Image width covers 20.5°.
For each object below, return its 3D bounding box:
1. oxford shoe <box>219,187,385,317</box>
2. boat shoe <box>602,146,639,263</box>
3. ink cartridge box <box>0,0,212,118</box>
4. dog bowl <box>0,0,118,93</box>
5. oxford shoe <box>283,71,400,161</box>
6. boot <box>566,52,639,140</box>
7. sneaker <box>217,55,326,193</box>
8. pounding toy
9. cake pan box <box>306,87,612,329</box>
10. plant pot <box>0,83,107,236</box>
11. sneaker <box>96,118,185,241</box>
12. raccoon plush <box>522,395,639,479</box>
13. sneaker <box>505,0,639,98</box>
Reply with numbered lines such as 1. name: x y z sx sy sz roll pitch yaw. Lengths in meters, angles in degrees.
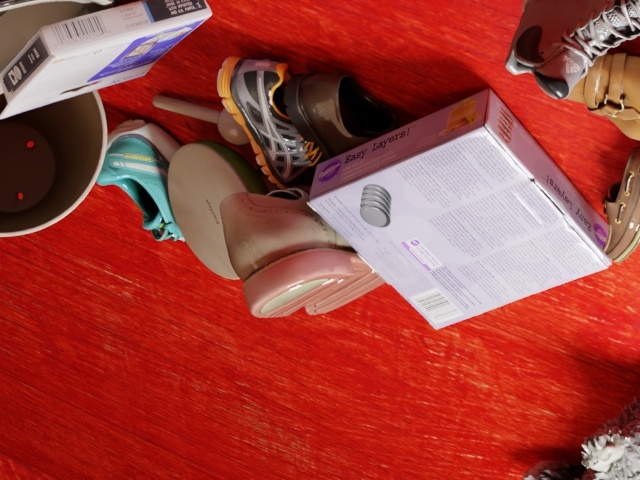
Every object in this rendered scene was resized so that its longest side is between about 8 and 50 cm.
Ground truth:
1. oxford shoe: 0.000 0.000 2.113 0.146 0.140 0.397 62 -165 11
2. boat shoe: 0.332 -0.042 1.885 0.060 0.064 0.178 30 148 9
3. ink cartridge box: -0.255 -0.213 2.013 0.208 0.206 0.045 -31 81 58
4. dog bowl: -0.436 -0.247 1.942 0.408 0.408 0.150 -29 83 60
5. oxford shoe: 0.057 -0.103 2.020 0.096 0.082 0.227 -7 138 43
6. boot: 0.307 -0.156 1.689 0.152 0.073 0.197 25 153 8
7. sneaker: -0.036 -0.131 2.066 0.083 0.084 0.215 -5 140 35
8. pounding toy: -0.100 -0.078 2.225 0.183 0.110 0.236 16 123 47
9. cake pan box: 0.161 -0.024 1.985 0.246 0.070 0.267 -23 127 35
10. plant pot: -0.411 -0.116 2.310 0.256 0.256 0.274 31 170 -4
11. sneaker: -0.186 -0.040 2.335 0.275 0.110 0.107 39 152 -21
12. raccoon plush: 0.358 0.306 2.329 0.446 0.216 0.299 -2 132 46
13. sneaker: 0.261 -0.184 1.618 0.086 0.132 0.229 44 150 -27
